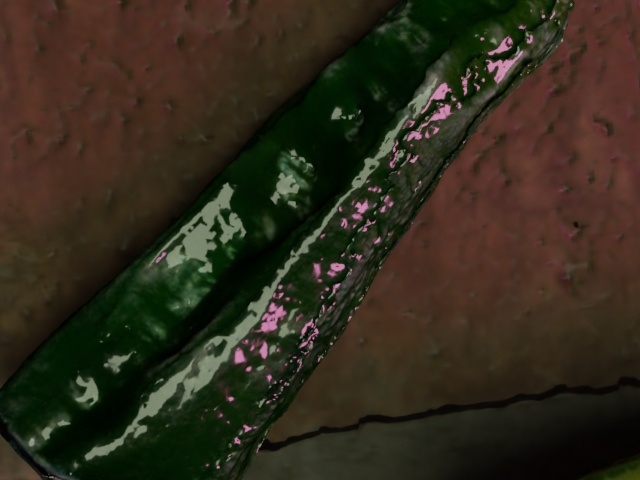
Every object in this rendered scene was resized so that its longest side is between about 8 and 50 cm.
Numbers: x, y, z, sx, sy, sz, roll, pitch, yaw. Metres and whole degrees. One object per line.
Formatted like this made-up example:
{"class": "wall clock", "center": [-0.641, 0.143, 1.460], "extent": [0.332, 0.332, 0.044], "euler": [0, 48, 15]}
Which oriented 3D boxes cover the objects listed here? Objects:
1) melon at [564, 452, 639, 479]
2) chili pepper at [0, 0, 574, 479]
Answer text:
{"class": "melon", "center": [0.207, 0.134, 0.621], "extent": [0.323, 0.124, 0.196], "euler": [-15, 129, 3]}
{"class": "chili pepper", "center": [0.000, 0.000, 0.612], "extent": [0.088, 0.059, 0.227], "euler": [42, 96, -20]}
